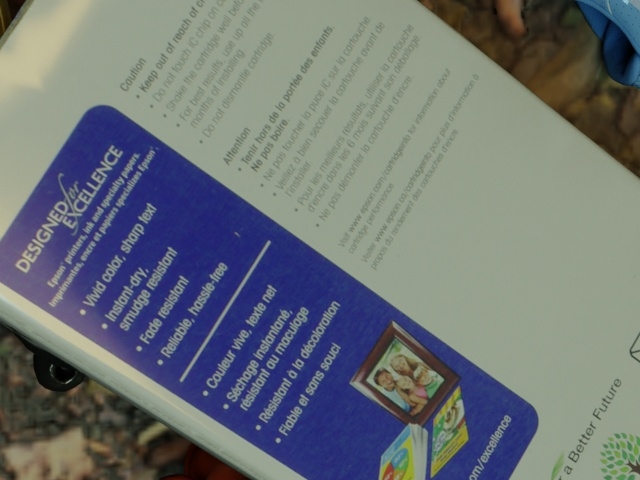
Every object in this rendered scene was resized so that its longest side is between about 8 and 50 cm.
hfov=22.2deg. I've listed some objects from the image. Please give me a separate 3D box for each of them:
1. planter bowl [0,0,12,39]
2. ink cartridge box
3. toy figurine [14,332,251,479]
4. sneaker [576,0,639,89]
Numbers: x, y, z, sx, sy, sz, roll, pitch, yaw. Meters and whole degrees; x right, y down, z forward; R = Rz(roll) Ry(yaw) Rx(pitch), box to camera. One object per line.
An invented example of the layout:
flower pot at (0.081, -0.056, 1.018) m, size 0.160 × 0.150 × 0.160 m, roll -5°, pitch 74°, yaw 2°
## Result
planter bowl at (-0.229, -0.066, 0.613) m, size 0.217 × 0.090 × 0.217 m, roll -2°, pitch 97°, yaw -17°
ink cartridge box at (0.000, 0.000, 0.557) m, size 0.333 × 0.065 × 0.165 m, roll 37°, pitch 79°, yaw -22°
toy figurine at (-0.011, 0.016, 0.659) m, size 0.209 × 0.148 × 0.213 m, roll -41°, pitch 105°, yaw -9°
sneaker at (0.197, -0.117, 0.755) m, size 0.240 × 0.091 × 0.126 m, roll 23°, pitch 107°, yaw -18°
